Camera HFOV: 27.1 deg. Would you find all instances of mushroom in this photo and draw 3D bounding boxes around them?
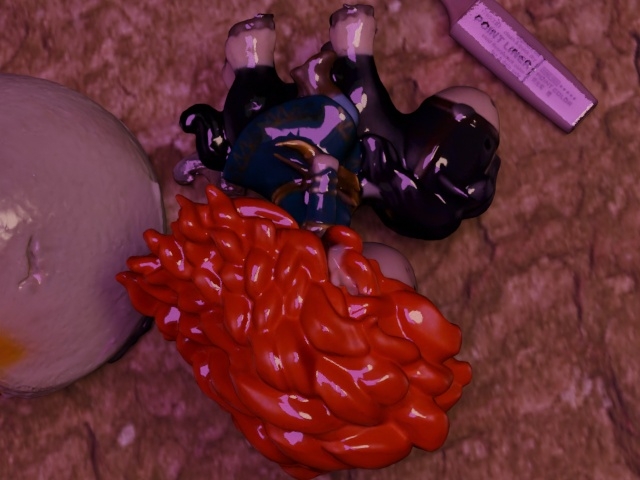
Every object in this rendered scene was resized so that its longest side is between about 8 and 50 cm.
[{"bbox_3d":[-0.091,-0.067,1.261,0.101,0.019,0.049,-2,80,6],"label":"mushroom"}]

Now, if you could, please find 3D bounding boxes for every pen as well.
[{"bbox_3d":[0.172,-0.180,1.234,0.197,0.032,0.053,43,90,10],"label":"pen"}]

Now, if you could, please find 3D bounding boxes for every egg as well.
[{"bbox_3d":[-0.309,-0.019,1.197,0.337,0.201,0.337,-1,81,6],"label":"egg"}]

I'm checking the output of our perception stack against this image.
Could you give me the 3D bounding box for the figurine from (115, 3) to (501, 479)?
[{"bbox_3d":[0.007,-0.007,1.153,0.306,0.241,0.411,25,66,-14],"label":"figurine"}]
